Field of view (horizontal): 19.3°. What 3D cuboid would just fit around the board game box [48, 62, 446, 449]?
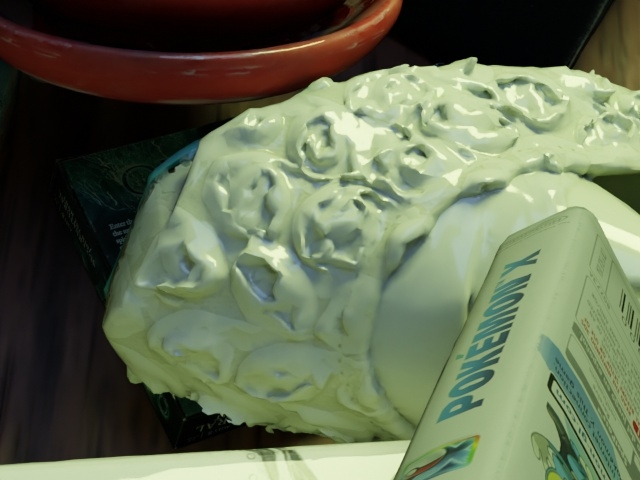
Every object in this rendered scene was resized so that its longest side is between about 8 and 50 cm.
[{"bbox_3d":[0.000,0.000,0.760,0.186,0.026,0.126,-16,61,-26],"label":"board game box"}]

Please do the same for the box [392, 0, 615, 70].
[{"bbox_3d":[0.051,-0.287,0.885,0.343,0.179,0.312,32,52,6],"label":"box"}]

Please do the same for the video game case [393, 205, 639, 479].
[{"bbox_3d":[0.113,0.175,0.475,0.329,0.036,0.300,63,18,-8],"label":"video game case"}]

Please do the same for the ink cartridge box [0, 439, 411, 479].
[{"bbox_3d":[-0.033,0.174,0.571,0.272,0.115,0.198,-1,56,-18],"label":"ink cartridge box"}]

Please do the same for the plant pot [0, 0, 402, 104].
[{"bbox_3d":[-0.046,-0.153,0.674,0.191,0.174,0.191,1,28,-1],"label":"plant pot"}]

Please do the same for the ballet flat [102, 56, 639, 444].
[{"bbox_3d":[0.131,0.014,0.684,0.408,0.147,0.147,-1,56,-25],"label":"ballet flat"}]

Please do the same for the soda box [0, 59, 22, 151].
[{"bbox_3d":[-0.161,-0.009,0.698,0.063,0.058,0.183,15,53,-6],"label":"soda box"}]
